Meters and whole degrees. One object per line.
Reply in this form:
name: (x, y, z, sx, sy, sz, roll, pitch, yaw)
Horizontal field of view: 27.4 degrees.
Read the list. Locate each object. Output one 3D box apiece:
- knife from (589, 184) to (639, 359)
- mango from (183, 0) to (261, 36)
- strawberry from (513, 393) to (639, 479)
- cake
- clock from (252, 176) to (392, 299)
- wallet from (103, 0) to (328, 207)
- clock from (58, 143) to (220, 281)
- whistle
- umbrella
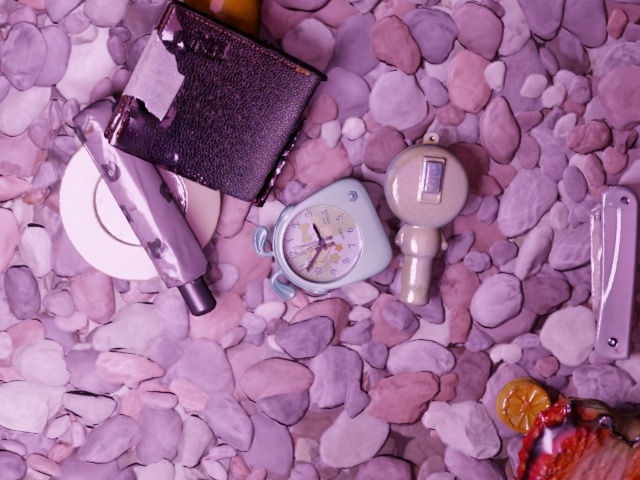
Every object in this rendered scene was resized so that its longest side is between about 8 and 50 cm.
knife: (0.441, 0.048, 1.981, 0.073, 0.040, 0.266, 0, 98, 6)
mango: (-0.139, -0.310, 1.849, 0.111, 0.089, 0.163, 1, 104, -15)
strawberry: (0.368, 0.359, 1.974, 0.233, 0.138, 0.306, 15, 116, -24)
cake: (0.309, 0.251, 1.992, 0.084, 0.044, 0.084, -1, 97, -6)
clock: (0.000, 0.000, 1.919, 0.188, 0.060, 0.148, -22, 100, -2)
wallet: (-0.141, -0.185, 1.821, 0.262, 0.071, 0.221, 23, 102, -29)
clock: (-0.261, -0.058, 1.905, 0.234, 0.029, 0.235, -1, 97, -7)
whistle: (0.150, -0.032, 1.928, 0.126, 0.067, 0.258, 5, 100, -5)
umbrella: (-0.241, -0.044, 1.858, 0.073, 0.067, 0.337, -34, 101, -25)
